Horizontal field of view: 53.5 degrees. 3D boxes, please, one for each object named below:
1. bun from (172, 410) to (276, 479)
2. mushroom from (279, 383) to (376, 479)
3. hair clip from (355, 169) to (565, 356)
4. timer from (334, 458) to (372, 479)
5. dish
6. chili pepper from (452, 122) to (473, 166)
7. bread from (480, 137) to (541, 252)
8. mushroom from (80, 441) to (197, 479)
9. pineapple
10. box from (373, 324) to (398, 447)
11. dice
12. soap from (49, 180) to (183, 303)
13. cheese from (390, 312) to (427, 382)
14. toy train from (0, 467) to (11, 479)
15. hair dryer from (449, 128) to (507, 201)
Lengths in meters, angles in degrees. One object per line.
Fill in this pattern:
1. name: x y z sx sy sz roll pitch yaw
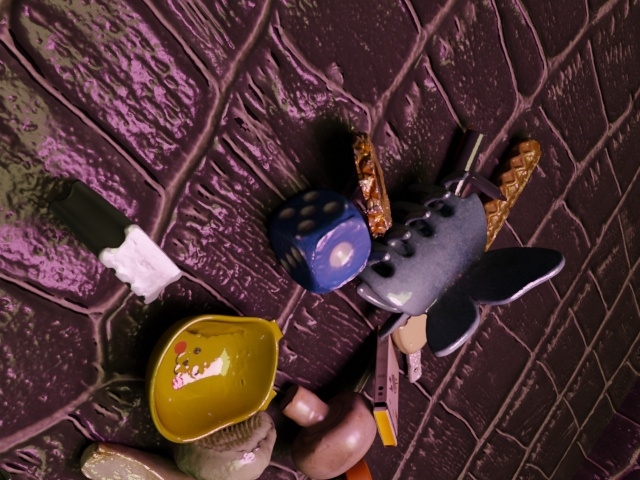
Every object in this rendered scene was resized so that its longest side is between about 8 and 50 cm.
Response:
1. bun: -0.174 0.373 1.148 0.195 0.195 0.118 -6 110 -40
2. mushroom: 0.008 0.403 1.361 0.206 0.209 0.206 -60 167 -23
3. hair clip: 0.222 0.039 1.299 0.318 0.392 0.238 -43 107 -16
4. timer: 0.044 0.607 1.533 0.152 0.132 0.132 -12 120 -11
5. dish: -0.200 0.217 1.109 0.262 0.108 0.221 -2 104 -43
6. chili pepper: 0.320 -0.181 1.443 0.045 0.027 0.178 -5 114 -25
7. bread: 0.432 -0.089 1.555 0.084 0.077 0.367 30 88 -44
8. mushroom: -0.281 0.441 1.150 0.087 0.107 0.333 -50 135 2
9. pineapple: 0.093 -0.112 1.172 0.047 0.221 0.221 -12 126 8
10. box: 0.149 0.318 1.416 0.247 0.033 0.129 -80 158 -50
11. dice: 0.000 0.000 1.163 0.143 0.146 0.146 -35 130 -22
12. soap: -0.283 0.001 0.872 0.066 0.198 0.119 -47 134 -13
13. cheese: 0.224 0.249 1.549 0.127 0.050 0.255 -28 126 -30
14. toy train: -0.509 0.399 0.977 0.056 0.038 0.093 -8 114 -46
15. hair dryer: 0.374 -0.149 1.444 0.195 0.050 0.173 10 109 -34
